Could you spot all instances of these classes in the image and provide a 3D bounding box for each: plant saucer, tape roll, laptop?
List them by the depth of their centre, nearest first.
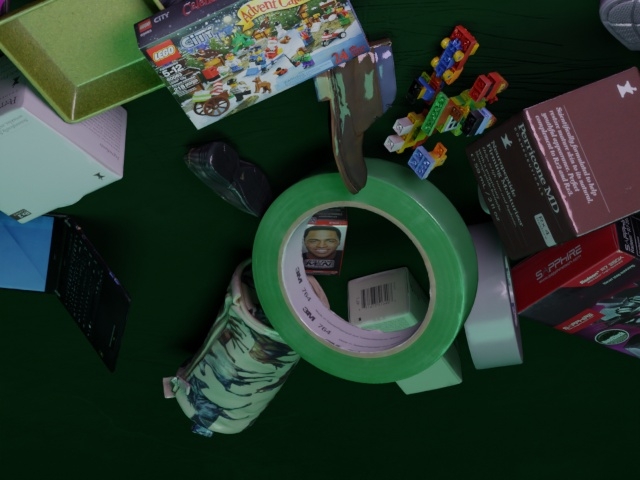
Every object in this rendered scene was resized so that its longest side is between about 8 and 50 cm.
[{"bbox_3d":[-0.259,-0.236,1.386,0.188,0.045,0.188,-21,143,11],"label":"plant saucer"},{"bbox_3d":[0.061,0.045,1.700,0.321,0.077,0.321,9,115,20],"label":"tape roll"},{"bbox_3d":[0.254,0.083,1.806,0.072,0.219,0.219,-10,145,11],"label":"tape roll"},{"bbox_3d":[-0.428,0.078,1.835,0.136,0.264,0.234,-28,159,-30],"label":"laptop"}]

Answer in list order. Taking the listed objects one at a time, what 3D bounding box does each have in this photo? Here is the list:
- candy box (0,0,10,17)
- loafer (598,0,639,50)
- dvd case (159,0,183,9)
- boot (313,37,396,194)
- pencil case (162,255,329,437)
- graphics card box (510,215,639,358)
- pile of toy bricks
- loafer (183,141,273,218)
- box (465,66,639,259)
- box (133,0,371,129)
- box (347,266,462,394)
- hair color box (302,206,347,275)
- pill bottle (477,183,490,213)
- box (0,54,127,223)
[{"bbox_3d":[-0.460,-0.311,1.312,0.233,0.071,0.159,7,146,-12],"label":"candy box"},{"bbox_3d":[0.430,-0.252,1.438,0.109,0.095,0.302,-14,149,35],"label":"loafer"},{"bbox_3d":[-0.115,-0.294,1.394,0.179,0.030,0.238,21,140,-31],"label":"dvd case"},{"bbox_3d":[0.058,-0.159,1.530,0.106,0.082,0.219,-14,126,4],"label":"boot"},{"bbox_3d":[-0.127,0.179,1.984,0.183,0.160,0.410,-3,149,-25],"label":"pencil case"},{"bbox_3d":[0.520,0.085,1.939,0.370,0.094,0.233,20,140,-30],"label":"graphics card box"},{"bbox_3d":[0.183,-0.173,1.543,0.105,0.118,0.212,-18,150,-38],"label":"pile of toy bricks"},{"bbox_3d":[-0.127,-0.086,1.691,0.061,0.062,0.170,3,150,36],"label":"loafer"},{"bbox_3d":[0.315,-0.092,1.498,0.167,0.169,0.203,-21,176,-16],"label":"box"},{"bbox_3d":[-0.076,-0.234,1.378,0.233,0.044,0.159,-24,144,8],"label":"box"},{"bbox_3d":[0.146,0.158,2.026,0.113,0.094,0.275,-14,145,18],"label":"box"},{"bbox_3d":[0.000,0.000,1.827,0.072,0.043,0.141,1,145,-3],"label":"hair color box"},{"bbox_3d":[0.325,-0.080,1.664,0.186,0.112,0.112,7,145,-14],"label":"pill bottle"},{"bbox_3d":[-0.376,-0.136,1.536,0.181,0.119,0.182,-22,142,26],"label":"box"}]
